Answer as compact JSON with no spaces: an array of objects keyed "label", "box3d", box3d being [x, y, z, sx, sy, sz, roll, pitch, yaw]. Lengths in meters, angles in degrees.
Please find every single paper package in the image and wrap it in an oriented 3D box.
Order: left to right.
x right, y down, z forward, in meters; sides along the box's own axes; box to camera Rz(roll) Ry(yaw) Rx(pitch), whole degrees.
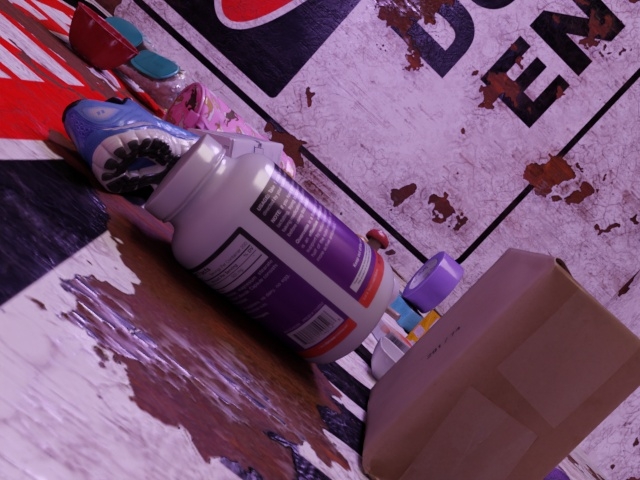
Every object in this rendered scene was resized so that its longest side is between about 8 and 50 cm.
[{"label":"paper package","box3d":[0.221,0.181,0.860,0.168,0.325,0.309,43,5,2]}]

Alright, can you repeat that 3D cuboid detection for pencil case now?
[{"label":"pencil case","box3d":[-0.227,-0.246,1.722,0.160,0.167,0.386,1,-25,41]}]

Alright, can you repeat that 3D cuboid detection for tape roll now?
[{"label":"tape roll","box3d":[0.341,0.127,1.990,0.080,0.189,0.189,42,6,-4]}]

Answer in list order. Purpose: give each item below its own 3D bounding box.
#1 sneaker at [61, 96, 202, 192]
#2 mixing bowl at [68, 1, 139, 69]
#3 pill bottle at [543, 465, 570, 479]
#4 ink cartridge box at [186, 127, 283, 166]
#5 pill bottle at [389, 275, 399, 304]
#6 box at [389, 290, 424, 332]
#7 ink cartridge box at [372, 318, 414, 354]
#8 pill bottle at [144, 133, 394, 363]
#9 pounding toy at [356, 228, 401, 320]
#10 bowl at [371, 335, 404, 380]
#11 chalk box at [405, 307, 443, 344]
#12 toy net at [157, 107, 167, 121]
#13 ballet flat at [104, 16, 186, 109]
[{"label":"sneaker","box3d":[-0.267,-0.153,0.992,0.147,0.130,0.330,46,7,9]},{"label":"mixing bowl","box3d":[-0.551,-0.488,1.618,0.181,0.098,0.181,41,6,-5]},{"label":"pill bottle","box3d":[0.366,0.430,1.046,0.108,0.108,0.193,43,6,5]},{"label":"ink cartridge box","box3d":[-0.200,-0.206,1.517,0.140,0.082,0.191,18,15,29]},{"label":"pill bottle","box3d":[0.113,0.095,1.678,0.121,0.121,0.221,47,8,37]},{"label":"box","box3d":[0.241,0.199,2.037,0.100,0.060,0.244,38,7,-33]},{"label":"ink cartridge box","box3d":[0.167,0.218,1.547,0.145,0.045,0.179,40,9,-28]},{"label":"pill bottle","box3d":[-0.067,0.010,0.875,0.323,0.181,0.181,41,7,-18]},{"label":"pounding toy","box3d":[0.091,0.042,1.371,0.183,0.110,0.237,26,-18,39]},{"label":"bowl","box3d":[0.145,0.245,1.182,0.142,0.053,0.142,42,6,4]},{"label":"chalk box","box3d":[0.325,0.293,1.617,0.213,0.132,0.132,40,6,-32]},{"label":"toy net","box3d":[-0.390,-0.328,1.772,0.122,0.045,0.232,42,7,-9]},{"label":"ballet flat","box3d":[-0.506,-0.481,1.822,0.409,0.147,0.147,44,6,33]}]
